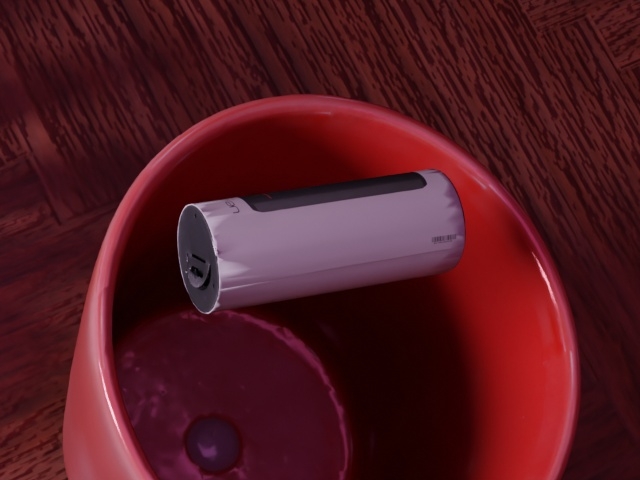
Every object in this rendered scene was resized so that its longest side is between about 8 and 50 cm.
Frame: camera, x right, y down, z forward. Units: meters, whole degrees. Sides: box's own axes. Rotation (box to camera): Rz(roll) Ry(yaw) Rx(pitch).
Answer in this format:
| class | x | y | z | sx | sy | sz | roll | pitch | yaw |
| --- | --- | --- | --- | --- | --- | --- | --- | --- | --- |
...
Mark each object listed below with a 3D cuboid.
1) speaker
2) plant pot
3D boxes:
| class | x | y | z | sx | sy | sz | roll | pitch | yaw |
| --- | --- | --- | --- | --- | --- | --- | --- | --- | --- |
| speaker | 0.000 | 0.000 | 0.833 | 0.136 | 0.055 | 0.055 | -9 | 74 | -23 |
| plant pot | -0.027 | 0.090 | 0.958 | 0.275 | 0.243 | 0.274 | 8 | 68 | -19 |
